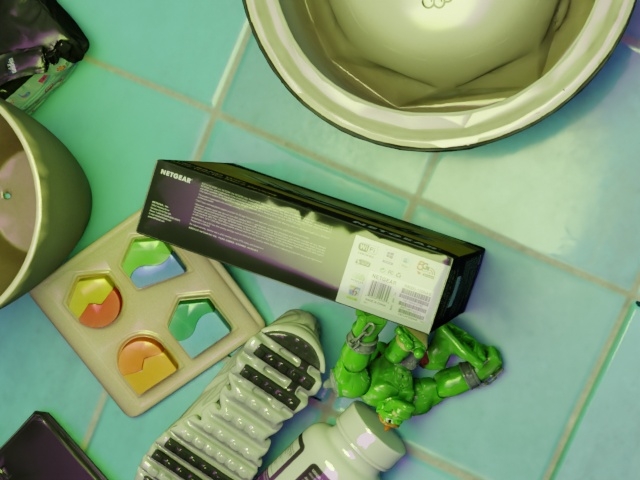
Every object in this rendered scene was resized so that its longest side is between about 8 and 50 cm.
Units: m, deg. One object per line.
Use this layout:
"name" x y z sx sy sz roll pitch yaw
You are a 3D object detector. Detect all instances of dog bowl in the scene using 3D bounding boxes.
"dog bowl" 0.128 -0.293 1.407 0.408 0.150 0.408 1 92 13

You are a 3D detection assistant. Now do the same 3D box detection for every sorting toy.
"sorting toy" -0.195 0.079 1.531 0.208 0.038 0.193 -34 102 14

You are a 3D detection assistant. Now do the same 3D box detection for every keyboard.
"keyboard" -0.287 0.372 1.578 0.201 0.033 0.317 -45 76 6

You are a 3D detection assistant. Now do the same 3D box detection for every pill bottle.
"pill bottle" -0.002 0.266 1.481 0.193 0.108 0.108 -45 82 12

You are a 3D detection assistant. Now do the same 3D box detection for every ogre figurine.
"ogre figurine" 0.091 0.134 1.439 0.118 0.197 0.097 -48 60 29

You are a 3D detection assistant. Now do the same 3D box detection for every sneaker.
"sneaker" -0.093 0.191 1.503 0.110 0.118 0.292 40 110 -9

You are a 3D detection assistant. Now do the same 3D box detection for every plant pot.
"plant pot" -0.358 -0.043 1.471 0.256 0.274 0.256 1 93 14

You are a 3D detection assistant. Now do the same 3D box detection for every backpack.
"backpack" -0.359 -0.201 1.549 0.182 0.115 0.152 -43 70 13

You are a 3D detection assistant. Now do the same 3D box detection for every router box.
"router box" 0.000 0.000 1.402 0.309 0.243 0.081 19 96 12
